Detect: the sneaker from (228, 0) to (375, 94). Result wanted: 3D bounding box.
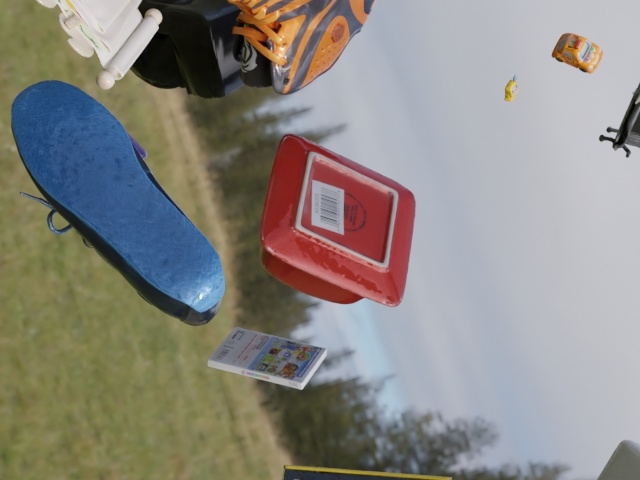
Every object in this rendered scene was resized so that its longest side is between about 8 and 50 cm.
[{"bbox_3d":[-0.066,-0.222,1.306,0.124,0.321,0.180,44,-55,41],"label":"sneaker"}]

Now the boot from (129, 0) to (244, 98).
[{"bbox_3d":[-0.058,-0.308,1.692,0.367,0.445,0.146,2,-56,56],"label":"boot"}]

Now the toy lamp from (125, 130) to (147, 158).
[{"bbox_3d":[-0.232,-0.036,1.950,0.275,0.080,0.080,58,1,-5],"label":"toy lamp"}]

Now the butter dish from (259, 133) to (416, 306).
[{"bbox_3d":[0.000,0.000,1.410,0.118,0.159,0.160,-47,-155,46],"label":"butter dish"}]

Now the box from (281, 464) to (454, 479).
[{"bbox_3d":[0.054,0.464,1.977,0.322,0.257,0.079,-80,173,-51],"label":"box"}]

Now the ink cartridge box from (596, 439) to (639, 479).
[{"bbox_3d":[0.184,0.297,0.766,0.066,0.296,0.261,26,7,-34],"label":"ink cartridge box"}]

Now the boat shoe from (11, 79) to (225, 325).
[{"bbox_3d":[-0.181,-0.022,1.198,0.258,0.109,0.089,54,-19,21],"label":"boat shoe"}]

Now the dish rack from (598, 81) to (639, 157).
[{"bbox_3d":[0.263,-0.144,0.978,0.271,0.074,0.208,-26,138,-75],"label":"dish rack"}]

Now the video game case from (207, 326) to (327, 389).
[{"bbox_3d":[-0.063,0.141,1.707,0.087,0.122,0.011,-50,147,-58],"label":"video game case"}]

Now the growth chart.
[{"bbox_3d":[-0.226,-0.252,1.238,0.237,0.021,0.172,55,29,-11],"label":"growth chart"}]

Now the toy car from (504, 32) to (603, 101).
[{"bbox_3d":[0.275,-0.199,1.672,0.060,0.122,0.040,45,-3,19],"label":"toy car"}]
